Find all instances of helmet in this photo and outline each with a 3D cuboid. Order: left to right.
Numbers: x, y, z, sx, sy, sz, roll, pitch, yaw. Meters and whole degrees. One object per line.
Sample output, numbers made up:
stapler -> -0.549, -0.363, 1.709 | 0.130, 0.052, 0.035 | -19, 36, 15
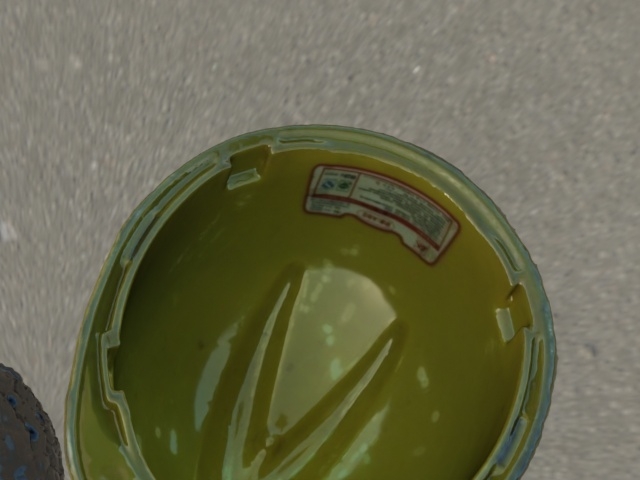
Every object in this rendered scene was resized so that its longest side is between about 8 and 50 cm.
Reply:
helmet -> -0.015, 0.079, 0.848 | 0.205, 0.140, 0.257 | 29, 58, 2

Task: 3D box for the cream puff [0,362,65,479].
cream puff -> -0.272, 0.141, 1.090 | 0.239, 0.239, 0.165 | -26, 64, -11
